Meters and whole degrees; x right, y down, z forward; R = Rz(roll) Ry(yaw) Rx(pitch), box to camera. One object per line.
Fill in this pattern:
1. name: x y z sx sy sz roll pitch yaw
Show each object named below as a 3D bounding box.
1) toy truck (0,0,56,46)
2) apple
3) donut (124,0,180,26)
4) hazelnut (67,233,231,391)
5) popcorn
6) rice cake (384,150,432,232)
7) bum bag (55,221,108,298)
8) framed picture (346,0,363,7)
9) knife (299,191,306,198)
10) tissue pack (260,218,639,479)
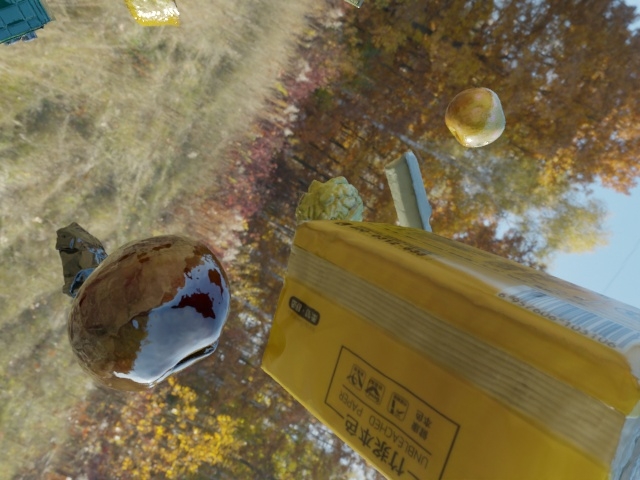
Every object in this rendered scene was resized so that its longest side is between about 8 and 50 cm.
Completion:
1. toy truck: -0.744 -0.502 1.189 0.124 0.114 0.253 12 -137 47
2. apple: 0.360 -0.287 1.216 0.147 0.146 0.146 -58 -170 16
3. donut: -0.410 -0.617 1.176 0.108 0.278 0.277 -19 -171 -5
4. hazelnut: -0.252 0.102 0.743 0.251 0.217 0.217 -44 -164 26
5. popcorn: 0.007 -0.039 0.811 0.120 0.116 0.106 -16 -172 32
6. rice cake: 0.173 -0.032 0.920 0.052 0.256 0.057 -22 -169 -24
7. bum bag: -0.658 0.061 1.439 0.080 0.142 0.326 -53 -127 24
8. framed picture: 0.120 -0.848 1.498 0.231 0.018 0.293 48 -66 39
9. knife: 0.000 0.000 1.200 0.035 0.248 0.018 -21 -161 3
10. tissue pack: 0.164 0.132 0.563 0.381 0.293 0.229 27 -73 44
